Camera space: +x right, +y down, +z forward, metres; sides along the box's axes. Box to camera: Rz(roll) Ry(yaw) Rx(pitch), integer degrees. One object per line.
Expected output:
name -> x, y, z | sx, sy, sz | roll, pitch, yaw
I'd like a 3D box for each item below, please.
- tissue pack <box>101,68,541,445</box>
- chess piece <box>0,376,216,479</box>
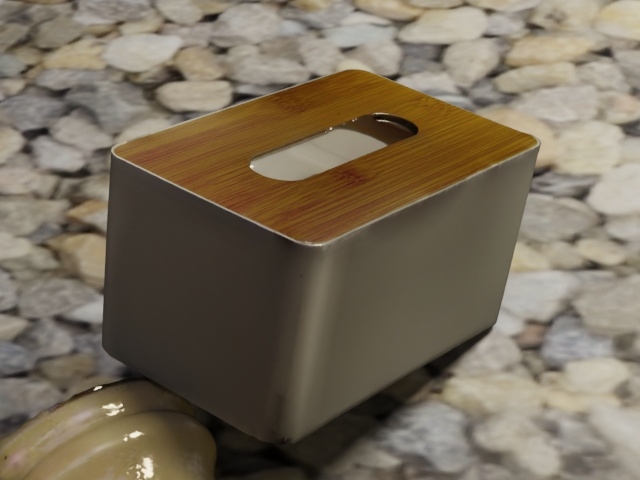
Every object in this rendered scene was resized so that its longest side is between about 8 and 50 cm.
tissue pack -> 0.001, 0.001, 0.978 | 0.159, 0.136, 0.246 | 25, 31, 30
chess piece -> -0.066, 0.220, 0.861 | 0.139, 0.124, 0.307 | -5, 39, -40
